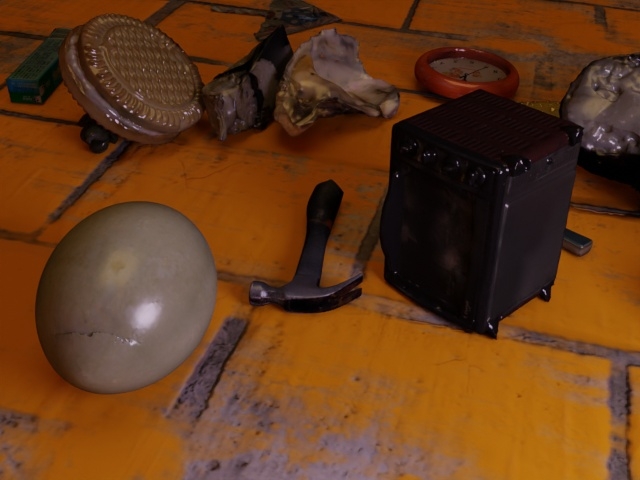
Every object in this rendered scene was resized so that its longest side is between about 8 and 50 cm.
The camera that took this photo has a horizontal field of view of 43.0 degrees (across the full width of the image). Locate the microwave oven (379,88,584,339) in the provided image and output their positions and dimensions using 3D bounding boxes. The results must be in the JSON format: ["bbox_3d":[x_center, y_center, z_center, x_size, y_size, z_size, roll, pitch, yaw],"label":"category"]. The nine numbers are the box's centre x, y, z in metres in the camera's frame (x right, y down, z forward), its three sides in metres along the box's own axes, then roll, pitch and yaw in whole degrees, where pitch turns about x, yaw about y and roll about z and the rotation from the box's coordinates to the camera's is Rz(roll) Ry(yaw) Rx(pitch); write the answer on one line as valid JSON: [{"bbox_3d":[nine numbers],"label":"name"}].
[{"bbox_3d":[0.193,-0.035,1.004,0.188,0.247,0.178,-27,41,-37],"label":"microwave oven"}]

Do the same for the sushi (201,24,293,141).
[{"bbox_3d":[-0.144,-0.255,1.429,0.109,0.134,0.273,7,48,31],"label":"sushi"}]

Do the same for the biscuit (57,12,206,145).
[{"bbox_3d":[-0.308,-0.272,1.356,0.259,0.079,0.259,31,39,-28],"label":"biscuit"}]

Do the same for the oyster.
[{"bbox_3d":[0.022,-0.274,1.460,0.271,0.100,0.275,-1,45,-22],"label":"oyster"}]

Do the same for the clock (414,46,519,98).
[{"bbox_3d":[0.285,-0.322,1.585,0.205,0.051,0.205,3,35,-2],"label":"clock"}]

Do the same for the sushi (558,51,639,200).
[{"bbox_3d":[0.528,-0.144,1.214,0.348,0.207,0.234,15,76,23],"label":"sushi"}]

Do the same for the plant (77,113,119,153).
[{"bbox_3d":[-0.363,-0.205,1.366,0.087,0.085,0.174,-15,37,17],"label":"plant"}]

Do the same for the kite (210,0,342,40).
[{"bbox_3d":[-0.105,-0.529,1.897,0.314,0.011,0.335,5,34,5],"label":"kite"}]

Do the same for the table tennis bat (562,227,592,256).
[{"bbox_3d":[0.282,-0.045,1.216,0.154,0.021,0.274,-25,41,-33],"label":"table tennis bat"}]

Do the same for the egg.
[{"bbox_3d":[-0.209,0.060,0.889,0.186,0.187,0.253,7,40,7],"label":"egg"}]

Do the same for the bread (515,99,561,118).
[{"bbox_3d":[0.417,-0.201,1.409,0.187,0.065,0.103,2,36,-3],"label":"bread"}]

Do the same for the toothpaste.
[{"bbox_3d":[-0.524,-0.343,1.572,0.065,0.050,0.267,5,35,2],"label":"toothpaste"}]

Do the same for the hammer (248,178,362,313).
[{"bbox_3d":[0.000,0.000,1.118,0.137,0.037,0.290,6,35,7],"label":"hammer"}]
